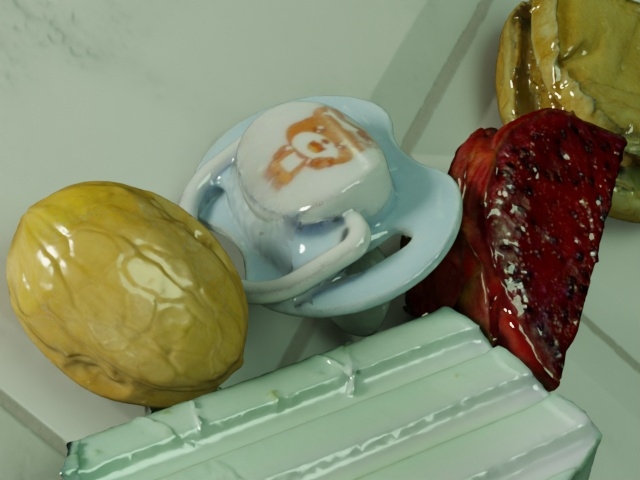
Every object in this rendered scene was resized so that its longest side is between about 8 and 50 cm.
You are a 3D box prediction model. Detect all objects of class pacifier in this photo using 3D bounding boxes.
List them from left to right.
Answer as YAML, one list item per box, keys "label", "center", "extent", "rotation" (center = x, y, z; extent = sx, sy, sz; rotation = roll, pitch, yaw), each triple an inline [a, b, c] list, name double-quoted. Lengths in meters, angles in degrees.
- label: "pacifier"
  center: [0.000, 0.000, 1.451]
  extent: [0.279, 0.227, 0.207]
  rotation: [51, -11, 45]

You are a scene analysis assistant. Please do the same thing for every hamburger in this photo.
- label: "hamburger"
  center: [0.313, -0.146, 1.778]
  extent: [0.283, 0.144, 0.259]
  rotation: [21, 51, -23]

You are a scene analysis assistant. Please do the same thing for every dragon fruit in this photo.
- label: "dragon fruit"
  center: [0.131, 0.008, 1.503]
  extent: [0.152, 0.205, 0.317]
  rotation: [38, 46, -18]

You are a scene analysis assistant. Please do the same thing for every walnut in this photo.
- label: "walnut"
  center: [-0.148, 0.043, 1.298]
  extent: [0.207, 0.159, 0.159]
  rotation: [35, 49, -6]

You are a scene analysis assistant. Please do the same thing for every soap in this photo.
- label: "soap"
  center: [-0.003, 0.224, 1.226]
  extent: [0.446, 0.156, 0.261]
  rotation: [-17, 41, -32]

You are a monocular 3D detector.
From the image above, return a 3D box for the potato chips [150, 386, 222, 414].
- label: "potato chips"
  center: [-0.073, 0.190, 1.372]
  extent: [0.142, 0.026, 0.209]
  rotation: [-28, 85, -41]
